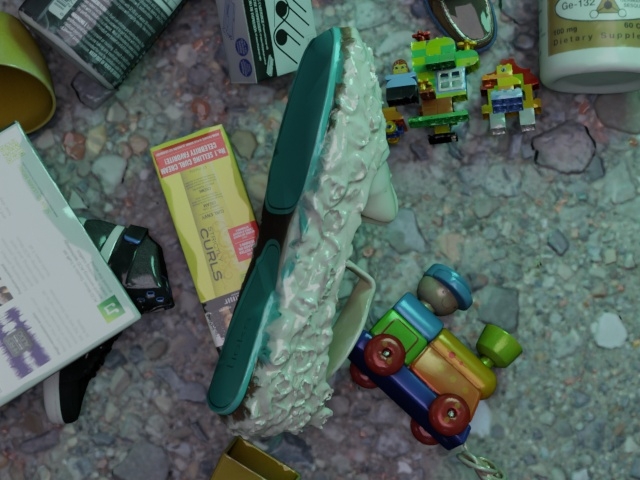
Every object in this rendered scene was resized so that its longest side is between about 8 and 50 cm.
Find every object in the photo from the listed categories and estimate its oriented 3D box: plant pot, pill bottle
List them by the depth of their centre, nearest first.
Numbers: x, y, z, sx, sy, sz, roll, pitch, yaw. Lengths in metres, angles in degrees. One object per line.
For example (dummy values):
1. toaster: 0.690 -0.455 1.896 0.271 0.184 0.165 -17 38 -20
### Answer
1. plant pot: -0.079 0.263 1.352 0.081 0.081 0.083 32 98 3
2. pill bottle: 0.290 -0.275 1.364 0.131 0.131 0.229 0 85 1
3. pill bottle: -0.190 -0.288 1.373 0.130 0.130 0.246 38 86 4
4. plant pot: -0.343 -0.183 1.378 0.134 0.134 0.095 -5 61 0

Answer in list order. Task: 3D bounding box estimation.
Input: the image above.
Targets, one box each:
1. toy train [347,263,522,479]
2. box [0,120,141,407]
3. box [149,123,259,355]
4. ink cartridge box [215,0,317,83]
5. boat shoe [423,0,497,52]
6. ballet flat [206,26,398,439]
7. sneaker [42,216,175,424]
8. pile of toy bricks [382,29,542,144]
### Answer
1. toy train: 0.157 0.150 1.352 0.248 0.105 0.143 42 74 4
2. box: -0.371 0.064 1.283 0.322 0.058 0.232 -32 91 -12
3. box: -0.101 0.002 1.382 0.087 0.058 0.232 -18 85 -1
4. ink cartridge box: -0.063 -0.273 1.354 0.097 0.046 0.207 -24 111 -42
5. boat shoe: 0.134 -0.285 1.399 0.066 0.066 0.183 -27 85 -1
6. ballet flat: 0.000 0.000 1.297 0.147 0.147 0.409 17 93 2
7. sneaker: -0.214 0.087 1.366 0.121 0.079 0.217 6 84 2
8. pile of toy bricks: 0.119 -0.170 1.372 0.212 0.118 0.105 -6 67 10
